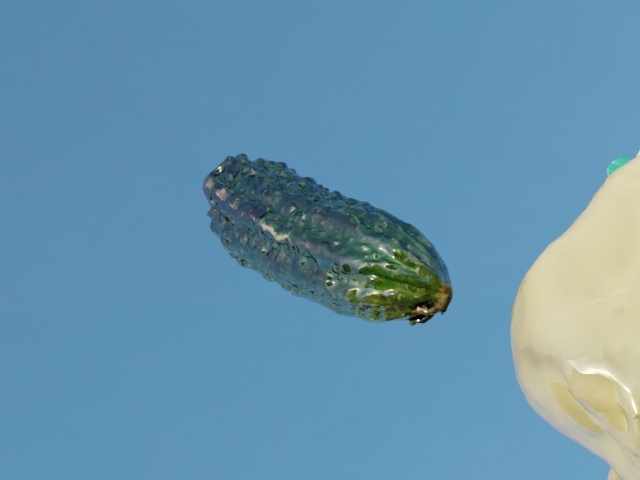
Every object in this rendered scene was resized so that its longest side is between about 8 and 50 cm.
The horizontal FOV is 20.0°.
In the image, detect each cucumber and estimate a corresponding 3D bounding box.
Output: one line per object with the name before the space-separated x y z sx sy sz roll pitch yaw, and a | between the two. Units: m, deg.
cucumber | -0.001 0.001 1.098 0.077 0.265 0.077 -4 -78 -21

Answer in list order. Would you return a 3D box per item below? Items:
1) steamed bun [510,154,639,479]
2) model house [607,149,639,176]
steamed bun | 0.255 0.061 0.669 0.339 0.247 0.352 -9 -57 40
model house | 0.222 -0.026 0.911 0.127 0.100 0.149 17 -79 -19
